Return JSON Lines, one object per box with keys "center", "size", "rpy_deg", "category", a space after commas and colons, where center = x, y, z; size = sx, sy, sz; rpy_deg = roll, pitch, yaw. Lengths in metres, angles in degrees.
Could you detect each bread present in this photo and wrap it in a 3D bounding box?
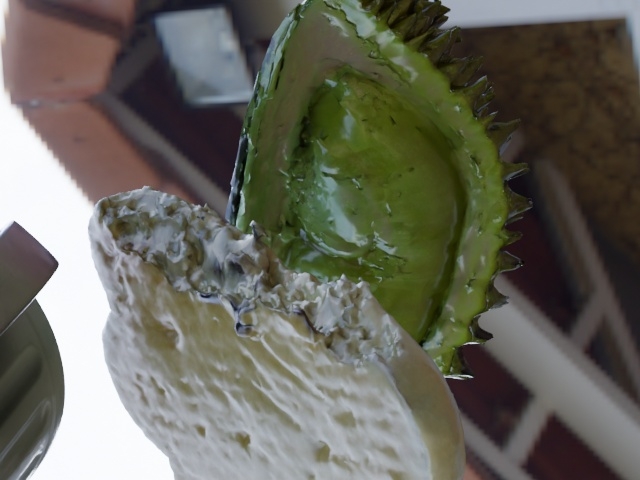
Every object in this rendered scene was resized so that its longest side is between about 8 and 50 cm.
{"center": [-0.019, 0.082, 0.777], "size": [0.039, 0.251, 0.182], "rpy_deg": [-25, -57, -29], "category": "bread"}

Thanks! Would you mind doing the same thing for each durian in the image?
{"center": [0.000, 0.000, 0.950], "size": [0.169, 0.158, 0.352], "rpy_deg": [-2, -56, -31], "category": "durian"}

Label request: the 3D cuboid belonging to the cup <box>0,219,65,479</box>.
{"center": [-0.215, 0.078, 0.774], "size": [0.202, 0.166, 0.221], "rpy_deg": [-63, -9, -60], "category": "cup"}
